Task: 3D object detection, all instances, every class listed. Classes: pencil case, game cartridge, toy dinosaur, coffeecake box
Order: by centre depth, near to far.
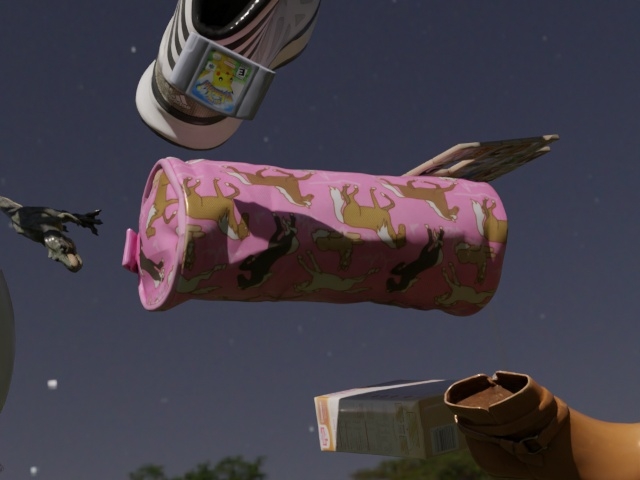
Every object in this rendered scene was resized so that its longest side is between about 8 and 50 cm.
[{"bbox_3d":[-0.088,-0.141,0.960,0.083,0.017,0.056,24,-76,-15],"label":"game cartridge"},{"bbox_3d":[0.000,0.000,1.122,0.386,0.160,0.167,3,-53,-26],"label":"pencil case"},{"bbox_3d":[0.106,0.203,1.263,0.142,0.068,0.185,-6,-2,-37],"label":"coffeecake box"},{"bbox_3d":[-0.373,-0.024,1.467,0.268,0.064,0.118,21,13,41],"label":"toy dinosaur"}]

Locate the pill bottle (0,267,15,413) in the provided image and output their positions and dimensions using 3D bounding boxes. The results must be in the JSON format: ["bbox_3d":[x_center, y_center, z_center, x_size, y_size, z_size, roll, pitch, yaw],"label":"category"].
[{"bbox_3d":[-0.393,0.068,0.730,0.363,0.210,0.210,-3,-16,38],"label":"pill bottle"}]

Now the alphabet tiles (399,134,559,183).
[{"bbox_3d":[0.162,-0.077,1.284,0.237,0.009,0.198,-9,-14,-46],"label":"alphabet tiles"}]

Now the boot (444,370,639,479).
[{"bbox_3d":[0.221,0.170,0.983,0.197,0.073,0.152,-20,-57,24],"label":"boot"}]

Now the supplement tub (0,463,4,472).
[{"bbox_3d":[-0.394,0.170,0.967,0.144,0.200,0.144,-40,2,2],"label":"supplement tub"}]

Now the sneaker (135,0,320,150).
[{"bbox_3d":[-0.058,-0.328,1.306,0.169,0.447,0.257,28,-41,-7],"label":"sneaker"}]
